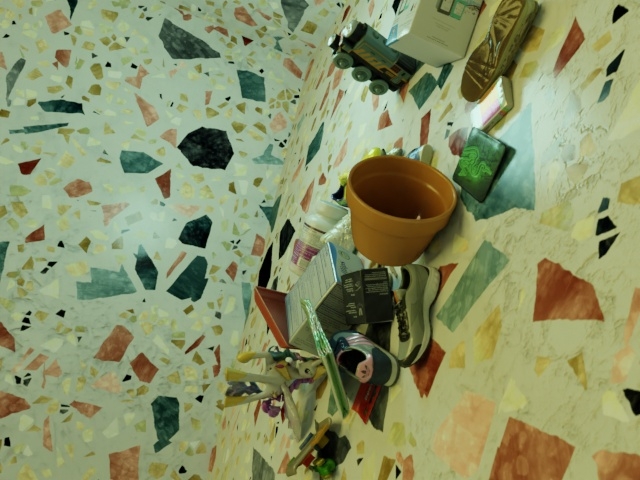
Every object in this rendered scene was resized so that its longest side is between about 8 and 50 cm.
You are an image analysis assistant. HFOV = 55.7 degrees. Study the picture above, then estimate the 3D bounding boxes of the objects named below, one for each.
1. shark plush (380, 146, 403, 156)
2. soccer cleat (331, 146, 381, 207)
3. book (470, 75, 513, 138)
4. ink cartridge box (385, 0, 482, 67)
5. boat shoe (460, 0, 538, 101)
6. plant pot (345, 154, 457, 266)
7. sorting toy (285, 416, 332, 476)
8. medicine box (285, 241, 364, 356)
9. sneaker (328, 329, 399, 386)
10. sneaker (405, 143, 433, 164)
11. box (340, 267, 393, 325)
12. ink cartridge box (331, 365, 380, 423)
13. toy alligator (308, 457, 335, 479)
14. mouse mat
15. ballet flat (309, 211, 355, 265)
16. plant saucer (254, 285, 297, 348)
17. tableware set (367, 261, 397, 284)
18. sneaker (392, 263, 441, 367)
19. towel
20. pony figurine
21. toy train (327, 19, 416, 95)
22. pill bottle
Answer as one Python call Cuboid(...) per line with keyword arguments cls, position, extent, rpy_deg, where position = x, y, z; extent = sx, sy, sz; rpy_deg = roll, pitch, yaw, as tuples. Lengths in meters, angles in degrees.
Cuboid(cls="shark plush", position=(0.232, -0.249, 2.089), extent=(0.067, 0.073, 0.161), rpy_deg=(35, 103, 42))
Cuboid(cls="soccer cleat", position=(0.134, -0.236, 2.269), extent=(0.093, 0.121, 0.289), rpy_deg=(-89, 23, -47))
Cuboid(cls="book", position=(0.433, -0.334, 1.543), extent=(0.144, 0.035, 0.096), rpy_deg=(131, 149, -55))
Cuboid(cls="ink cartridge box", position=(0.364, -0.717, 1.888), extent=(0.198, 0.197, 0.269), rpy_deg=(-159, 88, -74))
Cuboid(cls="boat shoe", position=(0.459, -0.480, 1.548), extent=(0.104, 0.089, 0.285), rpy_deg=(58, 136, 36))
Cuboid(cls="plant pot", position=(0.199, -0.067, 1.632), extent=(0.290, 0.291, 0.203), rpy_deg=(-91, 9, -50))
Cuboid(cls="sorting toy", position=(-0.028, 0.648, 1.874), extent=(0.196, 0.047, 0.347), rpy_deg=(-50, -7, -25))
Cuboid(cls="medicine box", position=(0.019, 0.199, 2.052), extent=(0.289, 0.149, 0.263), rpy_deg=(-53, 22, 21))
Cuboid(cls="sneaker", position=(0.084, 0.317, 1.704), extent=(0.319, 0.131, 0.112), rpy_deg=(11, 88, 60))
Cuboid(cls="sneaker", position=(0.287, -0.219, 1.848), extent=(0.085, 0.058, 0.152), rpy_deg=(-1, 67, 67))
Cuboid(cls="box", position=(0.136, 0.168, 1.793), extent=(0.156, 0.093, 0.158), rpy_deg=(154, 112, -69))
Cuboid(cls="ink cartridge box", position=(0.109, 0.401, 1.782), extent=(0.232, 0.066, 0.189), rpy_deg=(-135, 65, -77))
Cuboid(cls="toy alligator", position=(0.009, 0.680, 1.827), extent=(0.051, 0.056, 0.189), rpy_deg=(-31, -6, -22))
Cuboid(cls="mouse mat", position=(0.394, -0.193, 1.521), extent=(0.189, 0.007, 0.152), rpy_deg=(-114, 39, -63))
Cuboid(cls="ballet flat", position=(0.043, 0.059, 2.236), extent=(0.147, 0.147, 0.408), rpy_deg=(-133, 63, -72))
Cuboid(cls="plant saucer", position=(-0.115, 0.289, 2.130), extent=(0.048, 0.259, 0.258), rpy_deg=(-42, 61, 15))
Cuboid(cls="tableware set", position=(0.176, 0.112, 1.898), extent=(0.194, 0.039, 0.128), rpy_deg=(-107, 38, -63))
Cuboid(cls="sneaker", position=(0.224, 0.187, 1.535), extent=(0.100, 0.108, 0.271), rpy_deg=(151, 134, -65))
Cuboid(cls="towel", position=(0.011, 0.337, 1.776), extent=(0.325, 0.038, 0.247), rpy_deg=(-121, 12, -64))
Cuboid(cls="pony figurine", position=(-0.154, 0.511, 2.132), extent=(0.350, 0.364, 0.302), rpy_deg=(102, 166, -45))
Cuboid(cls="toy train", position=(0.192, -0.672, 2.217), extent=(0.190, 0.334, 0.142), rpy_deg=(-31, 39, 46))
Cuboid(cls="pill bottle", position=(0.000, 0.000, 2.373), extent=(0.169, 0.169, 0.301), rpy_deg=(-131, 61, -72))
